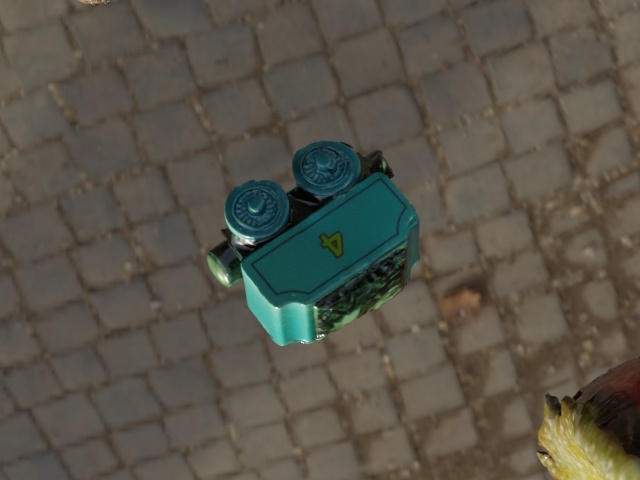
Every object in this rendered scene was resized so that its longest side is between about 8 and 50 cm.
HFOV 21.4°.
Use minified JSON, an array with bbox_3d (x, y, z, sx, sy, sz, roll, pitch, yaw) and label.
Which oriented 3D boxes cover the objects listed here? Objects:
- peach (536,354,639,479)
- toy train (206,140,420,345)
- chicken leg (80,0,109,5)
[{"bbox_3d":[0.364,0.234,1.356,0.416,0.339,0.353,17,101,-32],"label":"peach"},{"bbox_3d":[0.000,0.000,1.576,0.198,0.154,0.107,-31,155,-13],"label":"toy train"},{"bbox_3d":[-0.150,-0.281,1.378,0.069,0.085,0.198,35,88,-16],"label":"chicken leg"}]
